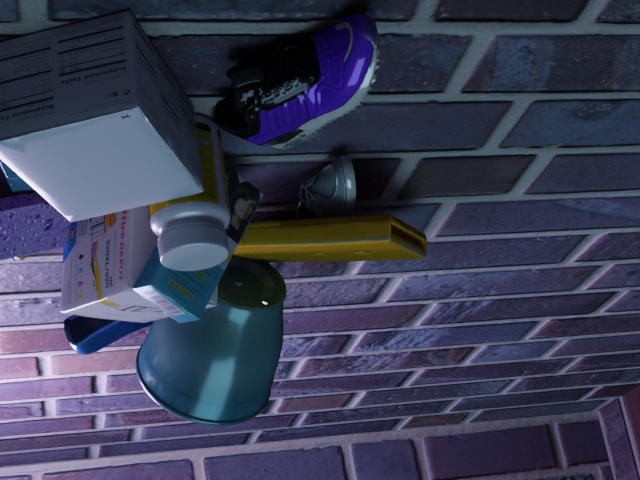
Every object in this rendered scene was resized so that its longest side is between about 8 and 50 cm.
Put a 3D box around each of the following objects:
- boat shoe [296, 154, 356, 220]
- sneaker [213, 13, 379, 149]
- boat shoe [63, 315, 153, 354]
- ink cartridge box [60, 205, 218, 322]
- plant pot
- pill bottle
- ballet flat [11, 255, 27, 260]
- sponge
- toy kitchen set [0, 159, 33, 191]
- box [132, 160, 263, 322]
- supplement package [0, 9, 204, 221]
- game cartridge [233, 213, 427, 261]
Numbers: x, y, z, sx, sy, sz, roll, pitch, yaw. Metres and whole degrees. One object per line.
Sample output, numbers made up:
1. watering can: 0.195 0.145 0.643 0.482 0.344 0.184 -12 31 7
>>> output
1. boat shoe: 0.005 -0.072 1.849 0.081 0.079 0.227 -8 161 -14
2. sneaker: -0.045 -0.210 1.477 0.146 0.102 0.293 8 152 -34
3. boat shoe: -0.377 0.123 2.145 0.258 0.089 0.109 -24 150 -26
4. ink cartridge box: -0.296 0.031 1.808 0.168 0.171 0.233 11 161 -38
5. plant pot: -0.188 0.165 2.085 0.272 0.271 0.255 3 127 -27
6. pill bottle: -0.195 -0.069 1.615 0.119 0.208 0.119 -8 157 -3
7. ballet flat: -0.524 -0.036 1.774 0.073 0.080 0.232 -39 158 -1
8. sponge: -0.485 -0.018 1.723 0.210 0.031 0.117 -16 144 -43
9. toy kitchen set: -0.507 -0.054 1.587 0.207 0.166 0.122 -7 156 -5
10. box: -0.186 -0.001 1.708 0.100 0.244 0.060 40 150 -27
11. supplement package: -0.295 -0.154 1.461 0.204 0.145 0.262 -12 157 8
12. game cartridge: 0.000 0.000 1.922 0.324 0.052 0.285 -1 173 17
